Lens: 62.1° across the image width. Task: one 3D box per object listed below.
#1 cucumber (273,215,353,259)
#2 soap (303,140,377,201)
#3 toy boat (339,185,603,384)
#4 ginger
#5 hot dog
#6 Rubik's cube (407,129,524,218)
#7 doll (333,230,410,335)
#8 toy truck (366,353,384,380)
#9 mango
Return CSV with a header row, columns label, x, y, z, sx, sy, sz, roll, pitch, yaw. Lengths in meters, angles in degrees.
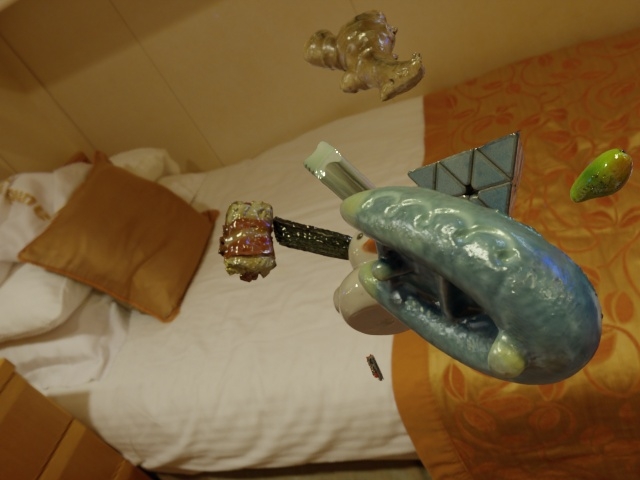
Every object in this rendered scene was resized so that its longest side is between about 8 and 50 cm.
label,x,y,z,sx,sy,sz,roll,pitch,yaw
cucumber,0.000,0.000,1.380,0.265,0.077,0.077,13,47,10
soap,0.113,-0.173,1.820,0.115,0.347,0.208,-47,23,6
toy boat,0.139,0.060,0.607,0.123,0.215,0.330,-38,44,-26
ginger,0.077,-0.312,0.898,0.148,0.081,0.334,-36,42,3
hot dog,-0.180,0.001,1.323,0.103,0.146,0.213,130,144,-57
Rubik's cube,0.388,-0.137,1.241,0.233,0.228,0.228,-47,27,15
doll,0.128,0.078,1.126,0.221,0.251,0.221,-6,54,9
toy truck,0.163,0.380,1.585,0.024,0.083,0.032,-27,10,-30
mango,0.916,-0.199,1.736,0.233,0.111,0.125,123,162,-47
